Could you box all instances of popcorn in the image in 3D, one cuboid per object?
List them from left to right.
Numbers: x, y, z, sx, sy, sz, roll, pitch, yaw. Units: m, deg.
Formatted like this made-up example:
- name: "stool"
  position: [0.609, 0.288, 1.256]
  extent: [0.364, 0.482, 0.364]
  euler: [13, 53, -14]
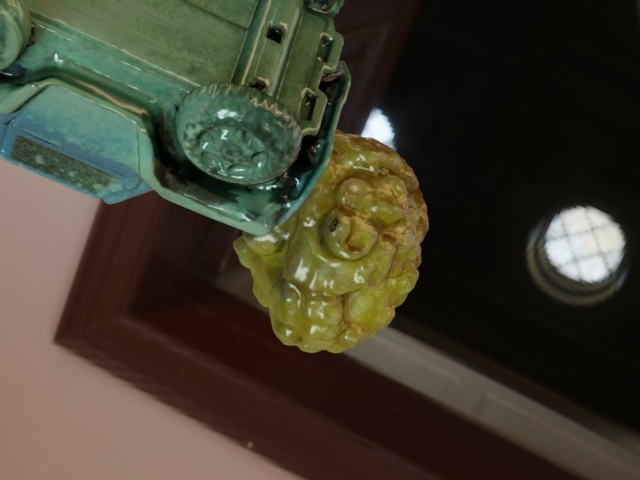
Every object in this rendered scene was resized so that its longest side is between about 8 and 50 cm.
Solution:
- name: "popcorn"
  position: [0.002, -0.002, 1.264]
  extent: [0.169, 0.218, 0.189]
  euler: [7, -154, -49]

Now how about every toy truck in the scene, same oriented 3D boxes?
- name: "toy truck"
  position: [-0.120, -0.114, 0.744]
  extent: [0.278, 0.156, 0.155]
  euler: [23, -126, -12]
